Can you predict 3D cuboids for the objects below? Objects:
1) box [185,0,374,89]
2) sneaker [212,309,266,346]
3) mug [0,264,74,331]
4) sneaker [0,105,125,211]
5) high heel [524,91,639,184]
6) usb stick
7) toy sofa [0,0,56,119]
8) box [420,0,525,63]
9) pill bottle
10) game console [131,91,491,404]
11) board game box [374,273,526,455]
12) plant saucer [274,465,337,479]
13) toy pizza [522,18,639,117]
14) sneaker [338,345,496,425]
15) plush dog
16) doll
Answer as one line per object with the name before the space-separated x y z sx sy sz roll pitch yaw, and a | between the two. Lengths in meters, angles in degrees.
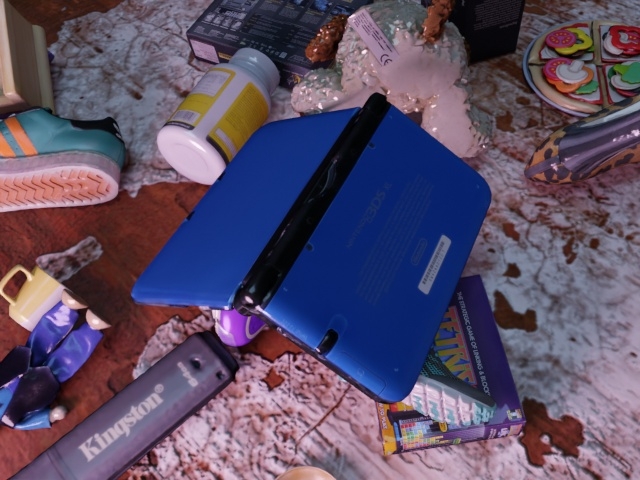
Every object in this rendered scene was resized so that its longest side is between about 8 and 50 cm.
box | -0.059 -0.328 1.017 0.233 0.059 0.183 22 64 20
sneaker | 0.000 0.008 0.759 0.146 0.102 0.293 23 62 20
mug | -0.338 0.068 0.785 0.078 0.062 0.064 40 75 -10
sneaker | -0.415 -0.115 0.899 0.303 0.108 0.121 1 55 -2
high heel | 0.384 -0.134 0.835 0.261 0.186 0.093 -16 85 -40
usb stick | -0.210 0.201 0.690 0.278 0.045 0.077 -38 59 -18
toy sofa | -0.585 -0.221 0.981 0.363 0.177 0.150 -11 80 0
box | 0.216 -0.366 0.948 0.093 0.158 0.155 -18 56 -6
pill bottle | -0.130 -0.172 0.896 0.103 0.103 0.184 20 61 19
game console | 0.000 0.000 0.689 0.250 0.173 0.293 37 56 -9
board game box | 0.120 0.127 0.696 0.141 0.048 0.170 -11 56 2
plant saucer | -0.015 0.262 0.642 0.084 0.015 0.083 -3 55 5
toy pizza | 0.387 -0.249 0.924 0.202 0.032 0.201 -3 56 5
sneaker | 0.093 0.119 0.641 0.167 0.065 0.076 21 58 17
plush dog | 0.101 -0.243 0.852 0.263 0.210 0.225 8 31 -11
doll | -0.322 0.144 0.732 0.129 0.046 0.189 37 80 9
